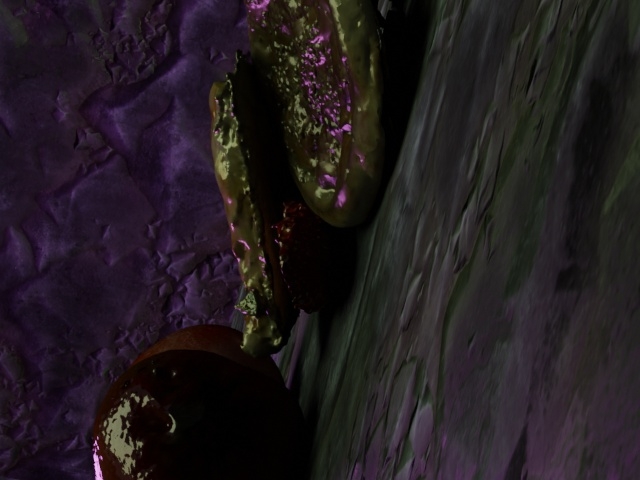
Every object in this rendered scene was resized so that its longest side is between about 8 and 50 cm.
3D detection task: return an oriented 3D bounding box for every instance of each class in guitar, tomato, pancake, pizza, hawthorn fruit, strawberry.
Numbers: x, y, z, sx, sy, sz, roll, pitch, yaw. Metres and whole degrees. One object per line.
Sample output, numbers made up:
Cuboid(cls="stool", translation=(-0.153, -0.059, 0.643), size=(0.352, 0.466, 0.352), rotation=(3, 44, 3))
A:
Cuboid(cls="guitar", translation=(0.092, -0.270, 1.747), size=(0.233, 0.025, 0.088), rotation=(-87, 6, -54))
Cuboid(cls="tomato", translation=(-0.173, 0.265, 2.106), size=(0.227, 0.270, 0.270), rotation=(33, 114, 51))
Cuboid(cls="pancake", translation=(-0.007, -0.211, 1.689), size=(0.382, 0.071, 0.382), rotation=(165, 90, -70))
Cuboid(cls="pizza", translation=(-0.076, -0.020, 1.945), size=(0.435, 0.080, 0.392), rotation=(42, -136, -70))
Cuboid(cls="hawthorn fruit", translation=(-0.159, 0.298, 1.847), size=(0.311, 0.295, 0.295), rotation=(71, -162, -44))
Cuboid(cls="strawberry", translation=(-0.005, 0.029, 1.794), size=(0.208, 0.087, 0.167), rotation=(-96, -7, -68))

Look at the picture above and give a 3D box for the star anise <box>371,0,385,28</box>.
Cuboid(cls="star anise", translation=(0.034, -0.265, 1.832), size=(0.212, 0.129, 0.283), rotation=(-165, 70, -81))
